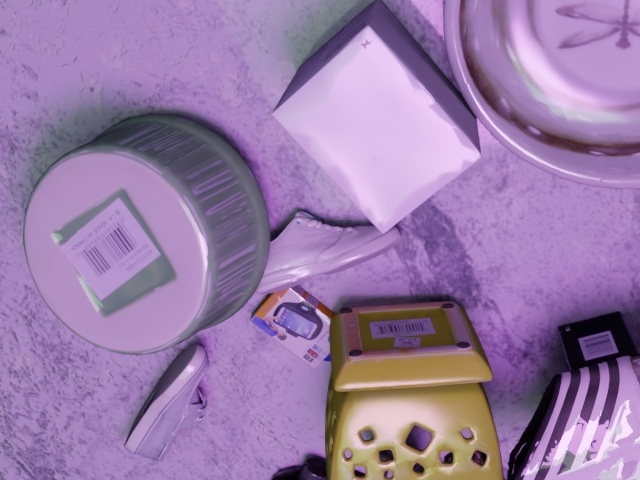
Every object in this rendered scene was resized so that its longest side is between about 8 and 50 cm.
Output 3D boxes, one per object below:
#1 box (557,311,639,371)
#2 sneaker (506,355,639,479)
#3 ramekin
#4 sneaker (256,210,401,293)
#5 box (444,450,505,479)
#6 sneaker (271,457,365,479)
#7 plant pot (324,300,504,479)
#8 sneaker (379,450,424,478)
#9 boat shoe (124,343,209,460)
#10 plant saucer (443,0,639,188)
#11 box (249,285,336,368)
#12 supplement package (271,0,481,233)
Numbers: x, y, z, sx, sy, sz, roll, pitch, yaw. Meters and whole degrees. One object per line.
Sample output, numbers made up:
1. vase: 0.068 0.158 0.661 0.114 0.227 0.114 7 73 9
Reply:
1. box: 0.389 0.205 1.242 0.093 0.156 0.158 -16 110 12
2. sneaker: 0.369 0.348 1.153 0.257 0.169 0.448 -7 104 18
3. ramekin: -0.230 -0.001 1.198 0.303 0.148 0.304 6 108 18
4. sneaker: 0.000 0.000 1.255 0.212 0.080 0.094 -17 81 6
5. box: 0.245 0.425 1.314 0.056 0.231 0.183 -35 104 23
6. sneaker: 0.011 0.387 1.428 0.170 0.051 0.089 25 121 -6
7. plant pot: 0.114 0.206 1.235 0.228 0.227 0.207 -4 110 1
8. sneaker: 0.125 0.364 1.385 0.078 0.106 0.234 -43 136 -17
9. boat shoe: -0.211 0.245 1.384 0.081 0.079 0.227 29 120 -13
10. plant saucer: 0.343 -0.254 1.050 0.400 0.100 0.401 12 126 17
11. box: -0.023 0.122 1.329 0.136 0.028 0.081 38 111 -7
12. supplement package: 0.072 -0.153 1.102 0.149 0.203 0.194 -39 103 20
